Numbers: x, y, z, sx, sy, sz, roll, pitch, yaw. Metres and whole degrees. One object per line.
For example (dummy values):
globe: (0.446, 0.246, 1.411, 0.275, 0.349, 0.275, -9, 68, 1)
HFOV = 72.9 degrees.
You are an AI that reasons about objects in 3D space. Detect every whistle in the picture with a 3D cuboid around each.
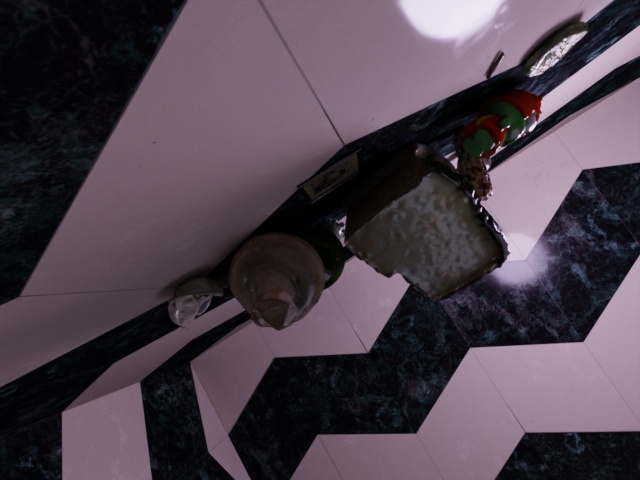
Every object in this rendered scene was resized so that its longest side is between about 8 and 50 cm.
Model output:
whistle: (0.000, 0.000, 1.690, 0.244, 0.110, 0.092, -38, -157, 24)

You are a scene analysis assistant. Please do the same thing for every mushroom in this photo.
mushroom: (-0.133, 0.126, 1.287, 0.297, 0.297, 0.290, -34, -165, 13)

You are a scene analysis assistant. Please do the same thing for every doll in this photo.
doll: (0.596, -0.390, 1.385, 0.363, 0.160, 0.182, -29, 171, -25)

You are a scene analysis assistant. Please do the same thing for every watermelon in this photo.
watermelon: (-0.031, 0.068, 1.531, 0.242, 0.242, 0.242, -30, 170, -6)

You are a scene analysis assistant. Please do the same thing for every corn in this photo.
corn: (0.516, -0.260, 1.484, 0.092, 0.281, 0.092, -12, 166, -3)

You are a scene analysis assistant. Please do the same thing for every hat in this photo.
hat: (-0.382, 0.154, 1.389, 0.219, 0.164, 0.226, -41, -154, 26)

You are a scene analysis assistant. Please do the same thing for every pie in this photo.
pie: (0.653, -0.532, 1.209, 0.187, 0.041, 0.187, -31, 169, -6)

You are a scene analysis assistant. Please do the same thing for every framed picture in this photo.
framed picture: (0.036, -0.175, 1.203, 0.199, 0.010, 0.195, -32, 170, 2)

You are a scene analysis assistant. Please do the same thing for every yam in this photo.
yam: (0.444, -0.443, 1.102, 0.014, 0.014, 0.107, -31, 170, -4)

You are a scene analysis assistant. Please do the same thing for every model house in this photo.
model house: (0.348, -0.098, 1.456, 0.395, 0.445, 0.400, -42, -155, 27)

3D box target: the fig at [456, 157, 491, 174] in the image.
fig: (0.625, -0.322, 1.919, 0.245, 0.149, 0.149, -24, 176, 36)
